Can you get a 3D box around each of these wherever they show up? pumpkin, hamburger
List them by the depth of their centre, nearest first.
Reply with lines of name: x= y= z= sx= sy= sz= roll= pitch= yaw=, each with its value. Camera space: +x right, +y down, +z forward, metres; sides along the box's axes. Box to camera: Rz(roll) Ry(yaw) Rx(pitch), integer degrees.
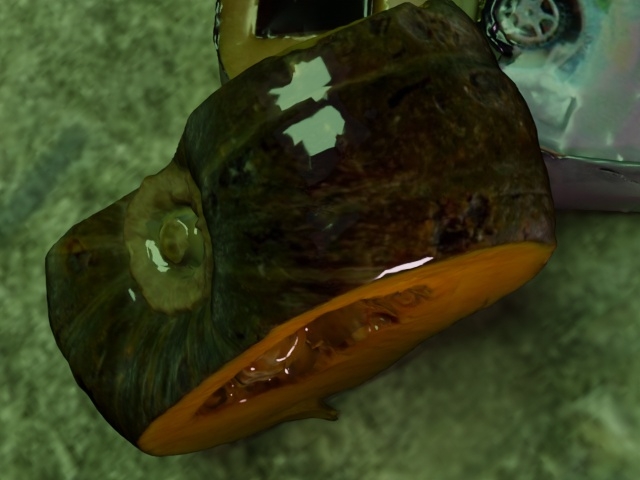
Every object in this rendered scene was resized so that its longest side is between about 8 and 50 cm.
pumpkin: x=0.000 y=0.000 z=1.008 sx=0.317 sy=0.222 sz=0.139 roll=-43 pitch=66 yaw=47
hamburger: x=0.019 y=-0.147 z=1.151 sx=0.173 sy=0.116 sz=0.210 roll=-8 pitch=70 yaw=25

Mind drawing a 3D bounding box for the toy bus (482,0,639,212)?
toy bus: x=0.187 y=-0.165 z=1.103 sx=0.138 sy=0.112 sz=0.317 roll=17 pitch=76 yaw=14
